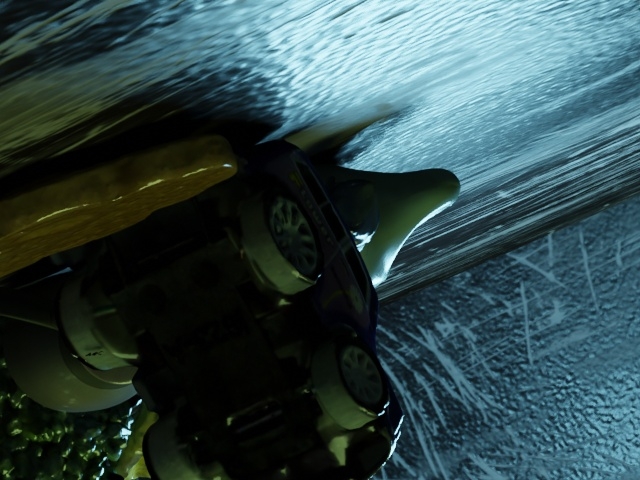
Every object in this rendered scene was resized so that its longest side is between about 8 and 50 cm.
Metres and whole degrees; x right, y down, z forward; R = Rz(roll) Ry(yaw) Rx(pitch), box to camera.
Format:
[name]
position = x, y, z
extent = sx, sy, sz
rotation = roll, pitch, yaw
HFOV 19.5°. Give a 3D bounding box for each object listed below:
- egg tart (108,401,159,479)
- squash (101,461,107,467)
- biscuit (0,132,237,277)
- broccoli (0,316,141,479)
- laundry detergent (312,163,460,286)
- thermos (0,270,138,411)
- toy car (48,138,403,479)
[egg tart]
position = -0.108, 0.148, 1.866
extent = 0.288, 0.118, 0.288
rotation = -54, 176, -6
[squash]
position = -0.319, 0.282, 1.818
extent = 0.310, 0.310, 0.309
rotation = -25, 174, 23
[biscuit]
position = -0.161, -0.010, 1.060
extent = 0.236, 0.040, 0.144
rotation = -24, 179, 9
[broccoli]
position = -0.274, 0.149, 1.510
extent = 0.288, 0.248, 0.245
rotation = -33, -150, 0
[laundry detergent]
position = 0.000, 0.000, 1.427
extent = 0.215, 0.105, 0.280
rotation = -20, 172, -24
[thermos]
position = -0.173, 0.065, 1.303
extent = 0.137, 0.105, 0.193
rotation = 23, 170, -15
[toy car]
position = -0.040, 0.052, 1.181
extent = 0.172, 0.235, 0.158
rotation = -25, -174, 29
